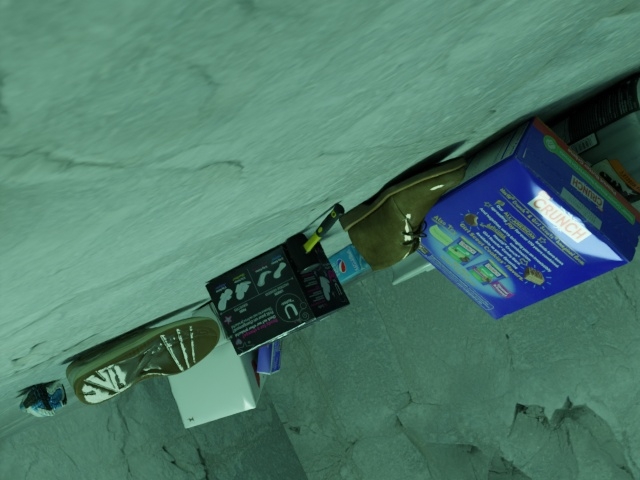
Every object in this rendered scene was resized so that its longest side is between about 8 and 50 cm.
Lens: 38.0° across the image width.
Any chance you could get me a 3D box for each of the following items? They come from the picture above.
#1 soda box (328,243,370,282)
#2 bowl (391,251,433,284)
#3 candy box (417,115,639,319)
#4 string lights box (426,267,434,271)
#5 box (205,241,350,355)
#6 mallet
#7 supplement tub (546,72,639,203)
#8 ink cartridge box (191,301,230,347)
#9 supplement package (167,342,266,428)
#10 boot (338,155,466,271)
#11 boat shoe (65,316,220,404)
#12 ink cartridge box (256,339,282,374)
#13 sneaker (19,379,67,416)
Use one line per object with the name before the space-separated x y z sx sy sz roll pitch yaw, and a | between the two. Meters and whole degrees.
soda box | 0.062 0.060 2.247 0.071 0.067 0.210 -22 174 -31
bowl | 0.259 -0.027 1.984 0.298 0.134 0.298 -25 174 -3
candy box | 0.329 -0.028 1.572 0.317 0.268 0.122 -32 -158 51
string lights box | 0.353 -0.035 2.318 0.260 0.133 0.077 -23 174 -25
box | -0.071 0.101 1.663 0.163 0.142 0.247 -27 174 14
mallet | 0.000 0.000 1.452 0.039 0.062 0.190 -21 172 -29
supplement tub | 0.476 -0.138 1.624 0.193 0.193 0.316 -20 172 -47
ink cartridge box | -0.143 0.138 1.927 0.160 0.092 0.219 -20 172 -42
supplement package | -0.244 0.302 2.210 0.175 0.177 0.293 -17 -174 4
boot | 0.146 -0.041 1.471 0.112 0.115 0.305 -20 171 -32
boat shoe | -0.343 0.214 1.800 0.302 0.109 0.098 -24 -146 -22
ink cartridge box | -0.119 0.216 2.231 0.045 0.206 0.208 5 175 3
sneaker | -0.600 0.345 1.958 0.083 0.071 0.190 -20 174 0
